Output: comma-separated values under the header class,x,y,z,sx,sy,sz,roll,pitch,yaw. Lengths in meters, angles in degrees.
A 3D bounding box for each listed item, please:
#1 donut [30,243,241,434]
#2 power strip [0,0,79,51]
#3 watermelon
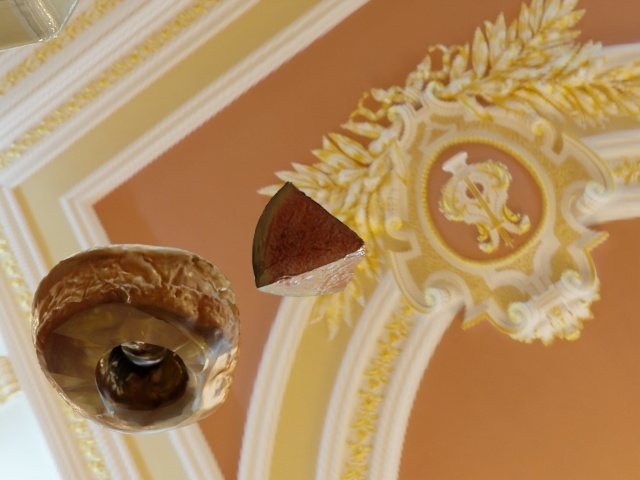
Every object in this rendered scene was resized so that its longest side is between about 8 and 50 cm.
class,x,y,z,sx,sy,sz,roll,pitch,yaw
donut,-0.256,0.156,1.227,0.330,0.330,0.160,-37,-139,10
power strip,-0.407,-0.203,0.806,0.385,0.062,0.091,-6,-134,20
watermelon,-0.007,-0.001,1.463,0.202,0.136,0.207,-2,-85,16
